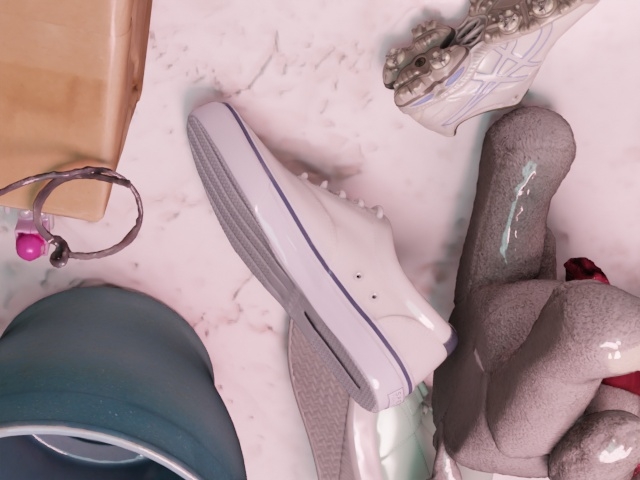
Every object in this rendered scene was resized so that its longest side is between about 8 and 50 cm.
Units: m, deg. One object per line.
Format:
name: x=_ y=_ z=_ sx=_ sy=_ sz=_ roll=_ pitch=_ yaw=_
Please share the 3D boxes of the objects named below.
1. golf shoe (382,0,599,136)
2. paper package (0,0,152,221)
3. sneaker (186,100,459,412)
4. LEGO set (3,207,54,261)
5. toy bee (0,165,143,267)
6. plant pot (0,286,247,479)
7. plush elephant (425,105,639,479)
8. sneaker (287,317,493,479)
golf shoe: x=0.133 y=-0.137 z=1.072 sx=0.176 sy=0.069 sz=0.086 roll=-29 pitch=135 yaw=19
paper package: x=-0.258 y=-0.193 z=0.868 sx=0.324 sy=0.168 sz=0.310 roll=8 pitch=122 yaw=-3
sneaker: x=0.000 y=0.000 z=1.100 sx=0.091 sy=0.094 sz=0.258 roll=-33 pitch=84 yaw=-21
LEGO set: x=-0.340 y=-0.032 z=1.095 sx=0.287 sy=0.107 sz=0.132 roll=-4 pitch=119 yaw=2
toy bee: x=-0.251 y=-0.039 z=0.773 sx=0.298 sy=0.162 sz=0.195 roll=3 pitch=120 yaw=1
plant pot: x=-0.177 y=0.172 z=1.125 sx=0.271 sy=0.255 sz=0.272 roll=0 pitch=120 yaw=0
plush elephant: x=0.225 y=0.113 z=1.095 sx=0.255 sy=0.272 sz=0.330 roll=9 pitch=118 yaw=-14
sneaker: x=0.064 y=0.120 z=1.209 sx=0.151 sy=0.094 sz=0.256 roll=-14 pitch=101 yaw=-36
